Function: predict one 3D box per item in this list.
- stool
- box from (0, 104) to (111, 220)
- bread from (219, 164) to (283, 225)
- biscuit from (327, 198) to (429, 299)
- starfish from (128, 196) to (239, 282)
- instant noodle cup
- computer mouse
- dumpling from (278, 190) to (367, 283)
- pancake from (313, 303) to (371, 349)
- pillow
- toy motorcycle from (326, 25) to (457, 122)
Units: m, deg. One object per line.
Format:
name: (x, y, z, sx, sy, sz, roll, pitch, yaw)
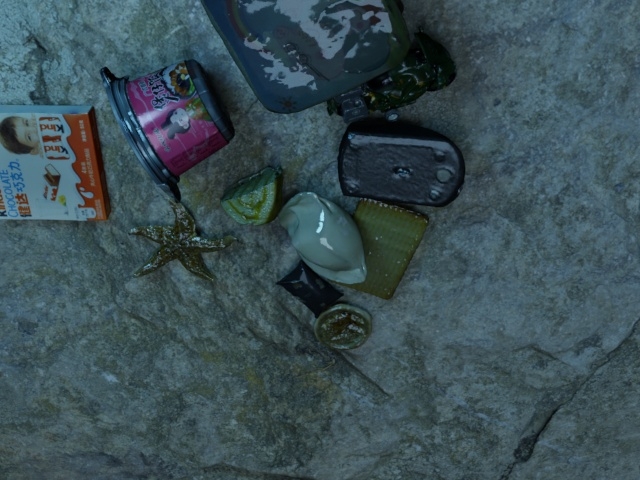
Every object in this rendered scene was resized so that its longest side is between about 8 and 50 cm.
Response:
stool: (-0.021, -0.436, 1.601, 0.310, 0.226, 0.310, -21, 119, 16)
box: (-0.613, -0.168, 1.922, 0.265, 0.048, 0.273, 0, 124, 3)
bread: (-0.129, -0.086, 1.911, 0.156, 0.103, 0.110, -20, 112, 27)
biscuit: (0.129, 0.016, 2.008, 0.172, 0.029, 0.254, 19, 123, -8)
starfish: (-0.325, 0.008, 2.014, 0.277, 0.062, 0.235, -17, 120, 17)
instant noodle cup: (-0.286, -0.247, 1.749, 0.182, 0.258, 0.302, -27, 120, 3)
computer mouse: (0.170, -0.166, 1.841, 0.269, 0.100, 0.170, 8, 119, 4)
dumpling: (0.000, 0.000, 1.950, 0.179, 0.131, 0.252, -22, 115, 43)
pancake: (0.054, 0.213, 2.146, 0.152, 0.025, 0.151, 2, 125, 3)
pillow: (-0.027, 0.115, 2.074, 0.150, 0.048, 0.090, 40, 123, -23)
toy motorcycle: (0.142, -0.316, 1.705, 0.275, 0.124, 0.187, -18, 157, -3)
